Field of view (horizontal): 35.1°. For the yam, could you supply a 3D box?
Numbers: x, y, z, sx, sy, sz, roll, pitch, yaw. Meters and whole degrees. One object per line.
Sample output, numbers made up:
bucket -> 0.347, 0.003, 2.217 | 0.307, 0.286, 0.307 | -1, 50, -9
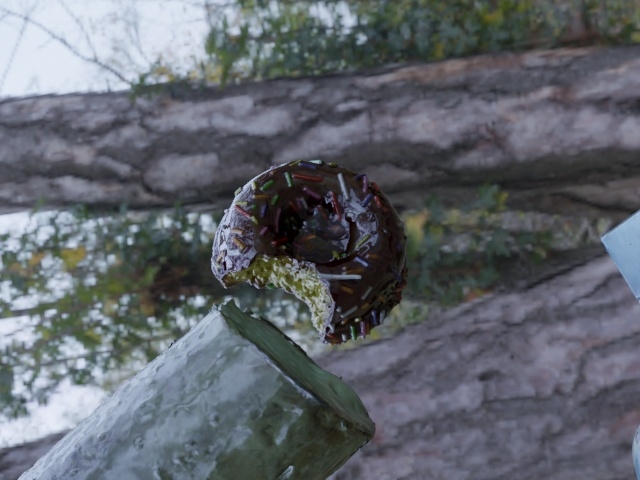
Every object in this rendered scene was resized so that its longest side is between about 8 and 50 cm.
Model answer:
yam -> -0.118, 0.198, 0.885 | 0.195, 0.300, 0.195 | 48, -177, -4

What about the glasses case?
glasses case -> 0.467, -0.027, 1.241 | 0.105, 0.056, 0.266 | 62, 145, 15

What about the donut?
donut -> -0.001, 0.000, 1.157 | 0.216, 0.230, 0.096 | -42, -21, -30

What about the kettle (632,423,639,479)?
kettle -> 0.539, 0.403, 1.281 | 0.342, 0.247, 0.320 | -84, 4, -53

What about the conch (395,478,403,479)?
conch -> 0.120, 0.370, 1.243 | 0.130, 0.207, 0.155 | -63, 22, 12
